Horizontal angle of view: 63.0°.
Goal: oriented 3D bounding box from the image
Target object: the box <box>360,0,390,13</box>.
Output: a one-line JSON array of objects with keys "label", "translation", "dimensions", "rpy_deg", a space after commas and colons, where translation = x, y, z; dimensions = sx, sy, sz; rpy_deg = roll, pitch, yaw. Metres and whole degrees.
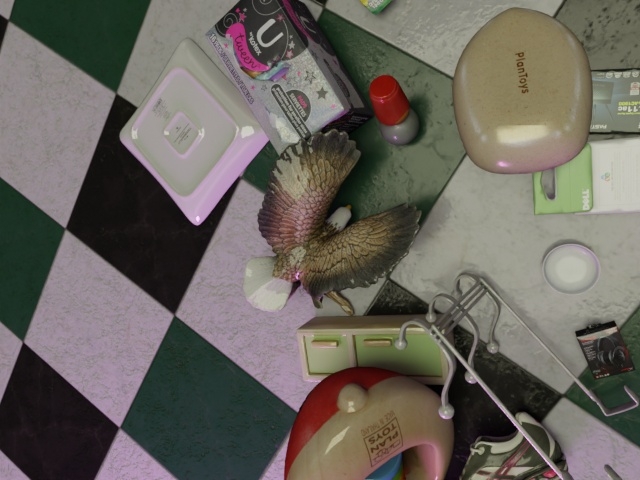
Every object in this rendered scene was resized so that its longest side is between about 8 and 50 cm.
[{"label": "box", "translation": [0.077, -0.474, 0.875], "dimensions": [0.105, 0.043, 0.179], "rpy_deg": [-39, 81, 22]}]

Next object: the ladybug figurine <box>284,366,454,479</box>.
[{"label": "ladybug figurine", "translation": [0.070, 0.357, 0.864], "dimensions": [0.162, 0.305, 0.449], "rpy_deg": [45, 153, 44]}]

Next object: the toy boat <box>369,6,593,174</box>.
[{"label": "toy boat", "translation": [0.236, -0.213, 0.799], "dimensions": [0.318, 0.148, 0.267], "rpy_deg": [-1, 70, 22]}]

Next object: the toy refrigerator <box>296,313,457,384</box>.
[{"label": "toy refrigerator", "translation": [0.099, 0.195, 0.943], "dimensions": [0.270, 0.094, 0.102], "rpy_deg": [-4, 97, 23]}]

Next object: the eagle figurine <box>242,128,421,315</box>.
[{"label": "eagle figurine", "translation": [0.003, -0.009, 0.884], "dimensions": [0.226, 0.298, 0.225], "rpy_deg": [11, 60, -12]}]

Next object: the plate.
[{"label": "plate", "translation": [-0.269, -0.216, 1.055], "dimensions": [0.278, 0.045, 0.277], "rpy_deg": [47, 112, 10]}]

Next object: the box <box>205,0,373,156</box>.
[{"label": "box", "translation": [-0.046, -0.280, 0.888], "dimensions": [0.142, 0.163, 0.247], "rpy_deg": [-34, 85, 24]}]

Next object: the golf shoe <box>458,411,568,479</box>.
[{"label": "golf shoe", "translation": [0.278, 0.403, 0.894], "dimensions": [0.273, 0.105, 0.120], "rpy_deg": [-34, 78, 5]}]

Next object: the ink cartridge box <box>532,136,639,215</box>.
[{"label": "ink cartridge box", "translation": [0.429, -0.096, 0.779], "dimensions": [0.209, 0.062, 0.109], "rpy_deg": [-2, 98, 23]}]

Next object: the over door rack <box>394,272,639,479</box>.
[{"label": "over door rack", "translation": [0.284, 0.205, 0.776], "dimensions": [0.324, 0.239, 0.108], "rpy_deg": [40, 124, 19]}]

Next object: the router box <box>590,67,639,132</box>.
[{"label": "router box", "translation": [0.435, -0.205, 0.773], "dimensions": [0.122, 0.038, 0.092], "rpy_deg": [4, 100, 22]}]

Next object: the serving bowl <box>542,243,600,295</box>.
[{"label": "serving bowl", "translation": [0.399, 0.044, 0.833], "dimensions": [0.083, 0.027, 0.083], "rpy_deg": [4, 100, 22]}]

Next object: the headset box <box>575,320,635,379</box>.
[{"label": "headset box", "translation": [0.449, 0.170, 0.830], "dimensions": [0.062, 0.032, 0.083], "rpy_deg": [-22, 91, 24]}]
